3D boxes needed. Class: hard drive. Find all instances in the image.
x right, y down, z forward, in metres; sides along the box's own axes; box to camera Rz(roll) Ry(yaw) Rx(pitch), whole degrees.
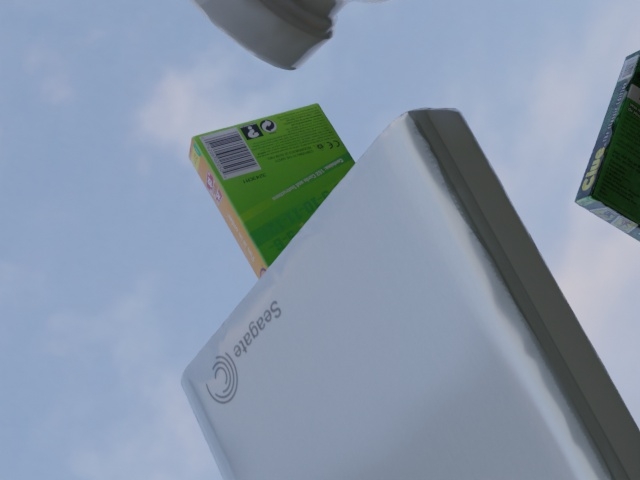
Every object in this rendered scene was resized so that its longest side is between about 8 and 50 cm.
[{"bbox_3d":[0.066,0.149,0.847,0.047,0.353,0.233,-4,-33,-40],"label":"hard drive"}]

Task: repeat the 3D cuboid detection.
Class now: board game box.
[{"bbox_3d":[0.325,-0.027,1.443,0.259,0.030,0.136,30,-111,-17],"label":"board game box"},{"bbox_3d":[0.000,0.000,1.544,0.124,0.259,0.039,-17,-34,-24],"label":"board game box"}]

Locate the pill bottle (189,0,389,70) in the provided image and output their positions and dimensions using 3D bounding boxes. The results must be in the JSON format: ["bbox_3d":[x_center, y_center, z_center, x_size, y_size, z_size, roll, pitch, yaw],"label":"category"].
[{"bbox_3d":[0.046,-0.318,1.447,0.363,0.210,0.210,-44,-45,19],"label":"pill bottle"}]
